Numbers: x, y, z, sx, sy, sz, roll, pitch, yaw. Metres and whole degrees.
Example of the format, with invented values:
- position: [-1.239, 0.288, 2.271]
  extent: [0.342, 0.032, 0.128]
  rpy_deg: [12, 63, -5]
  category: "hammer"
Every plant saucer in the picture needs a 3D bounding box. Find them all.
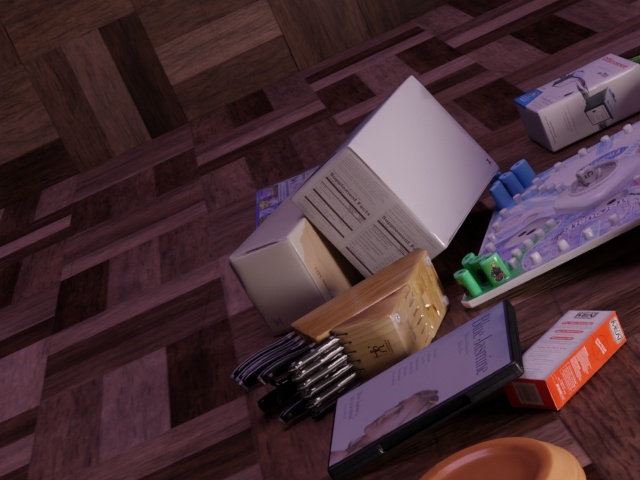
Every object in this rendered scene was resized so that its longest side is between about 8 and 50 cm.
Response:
- position: [0.161, 0.253, 1.374]
  extent: [0.200, 0.037, 0.200]
  rpy_deg: [-22, 18, 8]
  category: "plant saucer"

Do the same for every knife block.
- position: [0.022, 0.130, 1.832]
  extent: [0.242, 0.088, 0.276]
  rpy_deg: [-15, 20, 26]
  category: "knife block"

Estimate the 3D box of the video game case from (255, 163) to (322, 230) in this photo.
- position: [0.006, -0.074, 2.495]
  extent: [0.244, 0.061, 0.269]
  rpy_deg: [-22, 17, 5]
  category: "video game case"

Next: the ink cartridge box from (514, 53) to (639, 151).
- position: [0.441, -0.232, 2.343]
  extent: [0.190, 0.082, 0.139]
  rpy_deg: [-27, 17, -2]
  category: "ink cartridge box"

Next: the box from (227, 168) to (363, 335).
- position: [0.000, 0.000, 2.138]
  extent: [0.121, 0.148, 0.311]
  rpy_deg: [-20, 18, 33]
  category: "box"

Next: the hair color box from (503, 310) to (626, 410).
- position: [0.273, 0.132, 1.564]
  extent: [0.141, 0.043, 0.072]
  rpy_deg: [-38, 22, -33]
  category: "hair color box"

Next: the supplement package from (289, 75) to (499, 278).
- position: [0.116, -0.086, 2.079]
  extent: [0.145, 0.204, 0.262]
  rpy_deg: [-40, 6, 37]
  category: "supplement package"

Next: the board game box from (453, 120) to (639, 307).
- position: [0.378, -0.087, 1.930]
  extent: [0.390, 0.050, 0.390]
  rpy_deg: [-29, 14, 25]
  category: "board game box"

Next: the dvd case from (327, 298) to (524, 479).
- position: [0.120, 0.171, 1.614]
  extent: [0.253, 0.022, 0.180]
  rpy_deg: [-32, 14, 14]
  category: "dvd case"

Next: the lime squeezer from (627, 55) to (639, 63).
- position: [0.675, -0.403, 2.512]
  extent: [0.310, 0.110, 0.059]
  rpy_deg: [-52, 29, 16]
  category: "lime squeezer"
